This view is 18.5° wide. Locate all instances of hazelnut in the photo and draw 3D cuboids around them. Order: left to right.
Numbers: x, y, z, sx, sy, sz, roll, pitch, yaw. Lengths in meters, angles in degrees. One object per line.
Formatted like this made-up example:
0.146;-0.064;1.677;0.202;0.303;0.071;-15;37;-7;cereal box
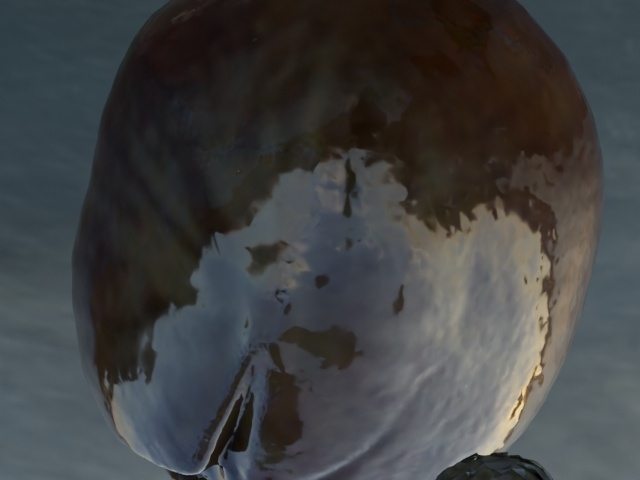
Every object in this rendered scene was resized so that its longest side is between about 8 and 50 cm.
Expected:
0.000;0.000;1.319;0.359;0.409;0.359;13;-173;-2;hazelnut

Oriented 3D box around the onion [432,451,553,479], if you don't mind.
0.051;0.142;0.630;0.184;0.184;0.147;1;109;12;onion
